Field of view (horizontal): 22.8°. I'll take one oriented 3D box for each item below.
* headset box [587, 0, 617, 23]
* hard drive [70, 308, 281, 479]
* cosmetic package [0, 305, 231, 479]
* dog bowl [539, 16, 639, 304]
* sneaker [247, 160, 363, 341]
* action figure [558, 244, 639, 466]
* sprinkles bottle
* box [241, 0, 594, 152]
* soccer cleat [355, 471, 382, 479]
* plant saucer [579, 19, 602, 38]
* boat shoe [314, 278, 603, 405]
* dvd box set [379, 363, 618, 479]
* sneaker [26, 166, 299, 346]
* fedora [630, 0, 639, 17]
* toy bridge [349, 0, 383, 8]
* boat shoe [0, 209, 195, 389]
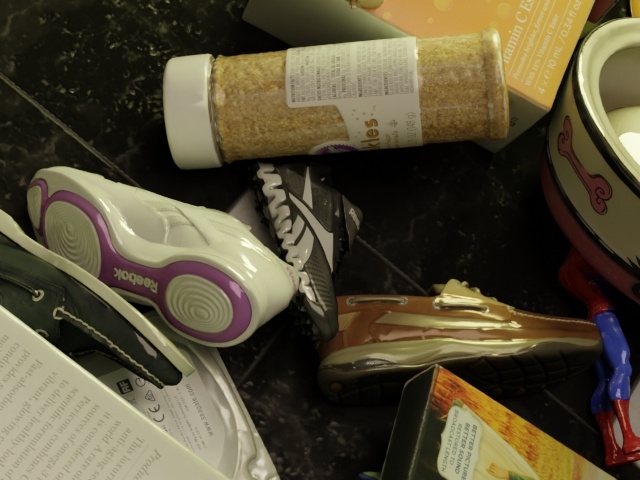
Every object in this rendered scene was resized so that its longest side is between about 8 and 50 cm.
[{"bbox_3d":[0.288,-0.421,1.952,0.293,0.110,0.218,27,59,-8],"label":"headset box"},{"bbox_3d":[-0.225,0.216,1.523,0.339,0.064,0.237,-20,75,-28],"label":"hard drive"},{"bbox_3d":[-0.301,0.201,1.367,0.453,0.161,0.230,38,59,-1],"label":"cosmetic package"},{"bbox_3d":[0.432,-0.065,1.810,0.408,0.150,0.408,18,42,-17],"label":"dog bowl"},{"bbox_3d":[0.000,0.000,1.666,0.106,0.078,0.234,-12,53,-9],"label":"sneaker"},{"bbox_3d":[0.353,0.103,1.796,0.139,0.091,0.280,-8,71,-18],"label":"action figure"},{"bbox_3d":[0.017,-0.149,1.671,0.355,0.121,0.121,-5,66,5],"label":"sprinkles bottle"},{"bbox_3d":[0.119,-0.288,1.814,0.345,0.168,0.215,27,70,-9],"label":"box"},{"bbox_3d":[0.050,0.362,1.555,0.121,0.093,0.289,20,58,-7],"label":"soccer cleat"},{"bbox_3d":[0.269,-0.360,2.004,0.241,0.037,0.241,9,65,-19],"label":"plant saucer"},{"bbox_3d":[0.146,0.097,1.697,0.324,0.122,0.120,0,61,-22],"label":"boat shoe"},{"bbox_3d":[0.232,0.352,1.576,0.420,0.062,0.307,34,48,-17],"label":"dvd box set"},{"bbox_3d":[-0.161,0.011,1.597,0.305,0.114,0.152,28,27,22],"label":"sneaker"},{"bbox_3d":[0.493,-0.299,2.042,0.194,0.079,0.194,9,63,-18],"label":"fedora"},{"bbox_3d":[0.033,-0.336,1.694,0.063,0.026,0.188,2,76,-14],"label":"toy bridge"},{"bbox_3d":[-0.269,0.066,1.492,0.340,0.127,0.113,33,76,23],"label":"boat shoe"}]
